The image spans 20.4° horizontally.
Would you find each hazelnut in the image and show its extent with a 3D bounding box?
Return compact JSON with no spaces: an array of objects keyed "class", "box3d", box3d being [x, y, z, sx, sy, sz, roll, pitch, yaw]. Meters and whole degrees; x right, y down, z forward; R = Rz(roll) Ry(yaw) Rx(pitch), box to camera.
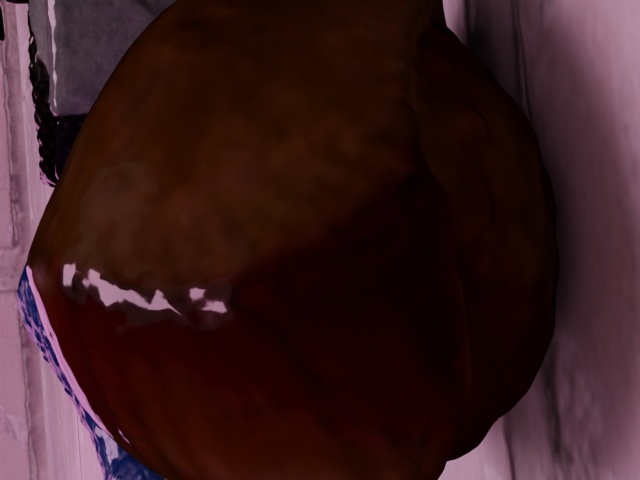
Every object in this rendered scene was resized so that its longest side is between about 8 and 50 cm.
[{"class":"hazelnut","box3d":[0.001,-0.006,0.551,0.201,0.160,0.170,-54,-5,-45]}]

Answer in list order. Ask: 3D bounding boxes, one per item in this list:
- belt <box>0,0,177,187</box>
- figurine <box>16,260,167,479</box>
[{"class":"belt","box3d":[-0.076,-0.144,0.766,0.184,0.164,0.289,-110,19,-74]},{"class":"figurine","box3d":[-0.125,0.066,1.108,0.164,0.121,0.262,107,154,-46]}]
